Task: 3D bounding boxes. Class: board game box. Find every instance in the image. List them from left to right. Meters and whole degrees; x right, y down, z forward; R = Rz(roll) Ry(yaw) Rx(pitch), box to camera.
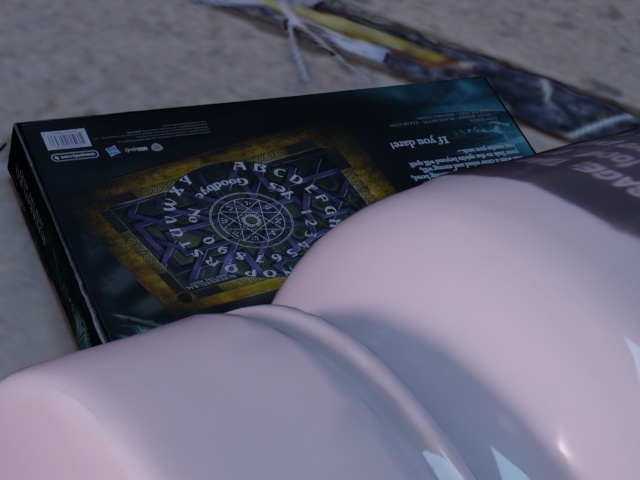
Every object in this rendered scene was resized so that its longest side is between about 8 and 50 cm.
[{"bbox_3d":[0.000,0.000,0.630,0.186,0.026,0.126,-7,48,-24],"label":"board game box"}]

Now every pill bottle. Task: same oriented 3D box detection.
[{"bbox_3d":[0.108,0.067,0.462,0.361,0.204,0.204,-15,51,-29],"label":"pill bottle"}]
